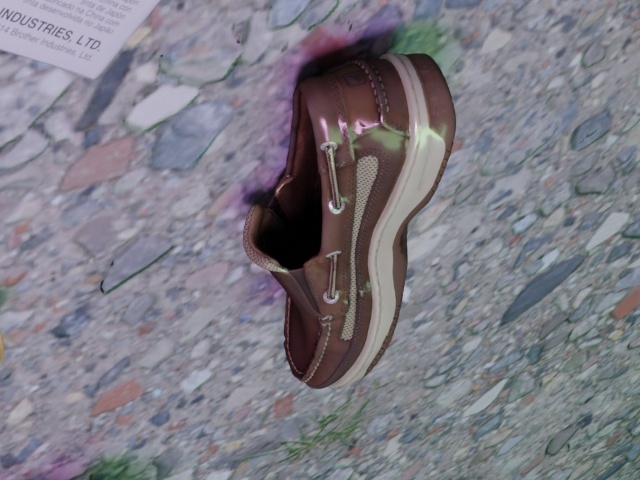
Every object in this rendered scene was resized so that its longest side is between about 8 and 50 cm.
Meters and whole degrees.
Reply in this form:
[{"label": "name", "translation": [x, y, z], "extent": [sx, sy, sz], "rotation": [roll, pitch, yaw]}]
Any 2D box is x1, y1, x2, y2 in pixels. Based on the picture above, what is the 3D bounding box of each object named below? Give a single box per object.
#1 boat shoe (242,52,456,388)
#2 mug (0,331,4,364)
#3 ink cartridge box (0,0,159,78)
[{"label": "boat shoe", "translation": [-0.003, -0.006, 0.937], "extent": [0.095, 0.095, 0.257], "rotation": [-7, 137, -21]}, {"label": "mug", "translation": [-0.203, 0.064, 0.835], "extent": [0.064, 0.062, 0.078], "rotation": [-41, 147, 26]}, {"label": "ink cartridge box", "translation": [-0.063, -0.202, 0.578], "extent": [0.311, 0.065, 0.186], "rotation": [-45, 151, 21]}]
